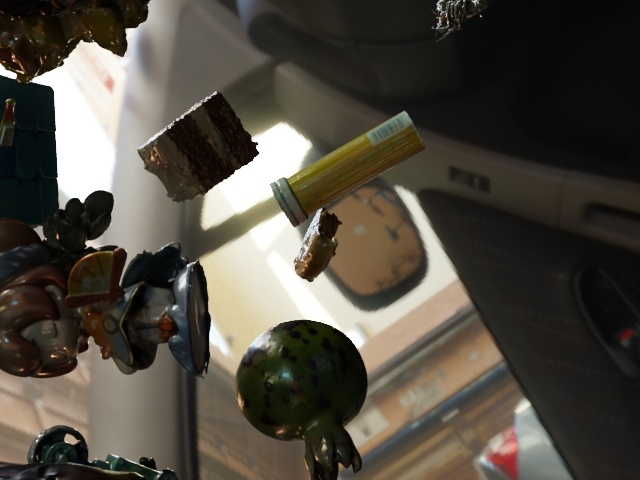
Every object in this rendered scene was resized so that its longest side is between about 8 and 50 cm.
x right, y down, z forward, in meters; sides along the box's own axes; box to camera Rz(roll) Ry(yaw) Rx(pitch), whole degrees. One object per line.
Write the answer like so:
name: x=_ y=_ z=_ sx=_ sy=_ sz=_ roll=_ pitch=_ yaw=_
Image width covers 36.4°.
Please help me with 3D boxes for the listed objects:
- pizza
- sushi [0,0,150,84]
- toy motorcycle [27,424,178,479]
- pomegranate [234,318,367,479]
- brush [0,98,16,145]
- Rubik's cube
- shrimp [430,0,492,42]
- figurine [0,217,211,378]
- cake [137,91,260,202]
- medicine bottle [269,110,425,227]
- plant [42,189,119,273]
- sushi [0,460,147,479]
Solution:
pizza: x=0.000 y=0.000 z=1.854 sx=0.182 sy=0.063 sz=0.161 roll=117 pitch=165 yaw=-52
sushi: x=-0.317 y=-0.377 z=1.208 sx=0.285 sy=0.329 sz=0.327 roll=64 pitch=-175 yaw=-50
toy motorcycle: x=-0.289 y=0.391 z=1.358 sx=0.297 sy=0.198 sz=0.109 roll=27 pitch=163 yaw=-25
pomegranate: x=-0.037 y=0.285 z=1.731 sx=0.242 sy=0.242 sz=0.306 roll=56 pitch=-153 yaw=-35
brush: x=-0.450 y=-0.170 z=1.408 sx=0.021 sy=0.019 sz=0.083 roll=61 pitch=141 yaw=31
Rubik's cube: x=-0.696 y=-0.161 z=1.872 sx=0.292 sy=0.291 sz=0.290 roll=-15 pitch=-76 yaw=-81
shrimp: x=0.212 y=-0.341 z=1.435 sx=0.076 sy=0.082 sz=0.174 roll=17 pitch=173 yaw=-11
figurine: x=-0.380 y=0.108 z=1.580 sx=0.248 sy=0.388 sz=0.276 roll=-88 pitch=-8 yaw=-57
cake: x=-0.205 y=-0.148 z=1.613 sx=0.135 sy=0.147 sz=0.134 roll=57 pitch=152 yaw=-10
medicine bottle: x=0.039 y=-0.101 z=1.365 sx=0.074 sy=0.218 sz=0.074 roll=60 pitch=-176 yaw=-7
plant: x=-0.451 y=0.034 z=1.777 sx=0.149 sy=0.274 sz=0.146 roll=22 pitch=-142 yaw=-9
sushi: x=-0.354 y=0.377 z=1.027 sx=0.299 sy=0.294 sz=0.281 roll=-11 pitch=-78 yaw=-66
